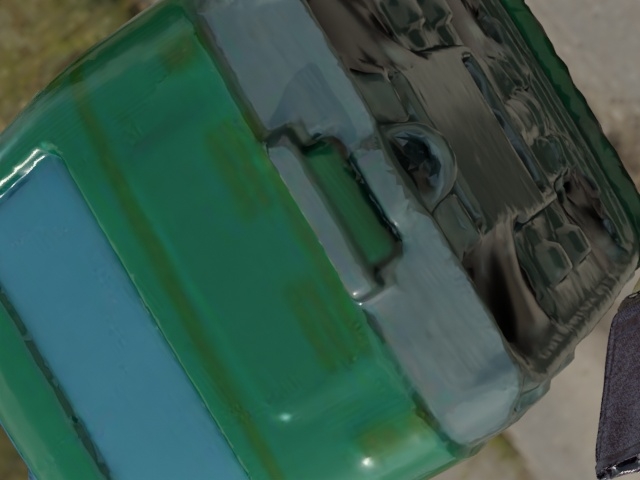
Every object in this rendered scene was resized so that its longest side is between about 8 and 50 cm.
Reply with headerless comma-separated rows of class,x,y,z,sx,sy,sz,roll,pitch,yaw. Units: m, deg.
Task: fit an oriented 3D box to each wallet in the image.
wallet,0.253,0.094,1.472,0.111,0.166,0.030,-23,128,38

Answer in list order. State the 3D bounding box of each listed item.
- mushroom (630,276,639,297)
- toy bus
mushroom,0.319,0.058,1.597,0.148,0.148,0.112,48,180,2
toy bus,0.000,0.000,0.784,0.183,0.199,0.343,59,-162,2
